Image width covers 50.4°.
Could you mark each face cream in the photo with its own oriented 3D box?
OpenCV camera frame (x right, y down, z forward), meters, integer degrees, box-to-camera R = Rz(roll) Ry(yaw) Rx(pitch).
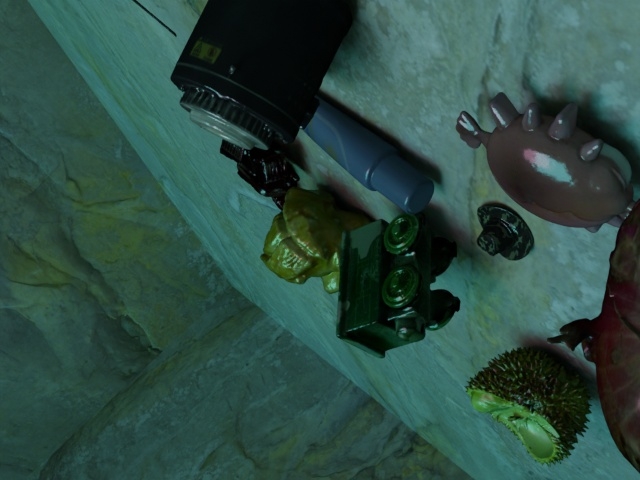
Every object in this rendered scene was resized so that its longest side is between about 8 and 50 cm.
[{"bbox_3d":[0.049,-0.178,1.245,0.385,0.086,0.135,42,164,33],"label":"face cream"}]

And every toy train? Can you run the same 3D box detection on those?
[{"bbox_3d":[0.145,0.074,1.275,0.202,0.266,0.145,-24,138,37],"label":"toy train"}]

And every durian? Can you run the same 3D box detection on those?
[{"bbox_3d":[0.413,0.308,1.318,0.200,0.176,0.237,46,173,-35],"label":"durian"}]

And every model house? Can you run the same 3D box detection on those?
[{"bbox_3d":[-0.134,-0.204,1.575,0.203,0.141,0.164,38,150,22],"label":"model house"}]

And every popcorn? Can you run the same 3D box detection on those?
[{"bbox_3d":[0.003,0.005,1.581,0.276,0.276,0.225,40,128,23],"label":"popcorn"}]

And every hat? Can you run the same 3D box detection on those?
[{"bbox_3d":[0.285,-0.007,1.105,0.121,0.050,0.121,43,161,18],"label":"hat"}]

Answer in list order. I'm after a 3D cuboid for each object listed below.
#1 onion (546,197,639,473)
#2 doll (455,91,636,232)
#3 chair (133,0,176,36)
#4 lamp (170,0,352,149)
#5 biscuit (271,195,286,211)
[{"bbox_3d":[0.379,0.074,0.549,0.353,0.353,0.353,42,164,15],"label":"onion"},{"bbox_3d":[0.279,-0.091,0.844,0.262,0.093,0.211,34,163,36],"label":"doll"},{"bbox_3d":[-0.309,-0.505,1.207,0.247,0.159,0.172,42,-179,21],"label":"chair"},{"bbox_3d":[-0.092,-0.275,0.994,0.205,0.272,0.374,25,159,17],"label":"lamp"},{"bbox_3d":[-0.106,-0.133,1.771,0.151,0.063,0.235,55,178,39],"label":"biscuit"}]
